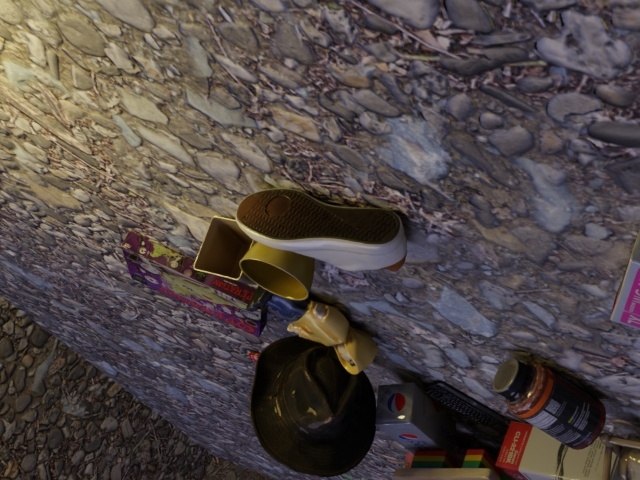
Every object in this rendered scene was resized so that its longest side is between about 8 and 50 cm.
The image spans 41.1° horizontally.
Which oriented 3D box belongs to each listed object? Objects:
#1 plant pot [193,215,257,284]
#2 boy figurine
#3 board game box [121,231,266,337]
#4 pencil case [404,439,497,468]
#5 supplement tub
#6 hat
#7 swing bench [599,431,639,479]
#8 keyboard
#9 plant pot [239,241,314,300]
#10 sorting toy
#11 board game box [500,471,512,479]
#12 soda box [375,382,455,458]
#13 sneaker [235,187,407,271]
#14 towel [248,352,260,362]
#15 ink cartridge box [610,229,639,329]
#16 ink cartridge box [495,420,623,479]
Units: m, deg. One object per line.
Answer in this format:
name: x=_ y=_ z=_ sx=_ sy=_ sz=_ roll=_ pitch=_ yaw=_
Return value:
plant pot: x=-0.153 y=0.028 z=1.602 sx=0.109 sy=0.109 sz=0.096 roll=12 pitch=166 yaw=30
boy figurine: x=-0.013 y=0.177 z=1.777 sx=0.285 sy=0.092 sz=0.177 roll=36 pitch=153 yaw=-13
board game box: x=-0.285 y=0.105 z=1.966 sx=0.346 sy=0.056 sz=0.208 roll=24 pitch=161 yaw=6
pencil case: x=0.403 y=0.608 z=2.164 sx=0.386 sy=0.167 sz=0.160 roll=24 pitch=126 yaw=4
supplement tub: x=0.412 y=0.291 z=1.551 sx=0.198 sy=0.106 sz=0.106 roll=33 pitch=156 yaw=-12
hat: x=0.011 y=0.327 z=1.822 sx=0.331 sy=0.331 sz=0.134 roll=30 pitch=138 yaw=-8
swing bench: x=0.661 y=0.449 z=1.533 sx=0.253 sy=0.165 sz=0.254 roll=4 pitch=172 yaw=41
keyboard: x=0.315 y=0.371 z=1.925 sx=0.180 sy=0.023 sz=0.108 roll=31 pitch=157 yaw=-9
plant pot: x=-0.062 y=0.031 z=1.510 sx=0.134 sy=0.095 sz=0.134 roll=23 pitch=157 yaw=10
sorting toy: x=0.345 y=0.578 z=1.965 sx=0.257 sy=0.089 sz=0.255 roll=-13 pitch=127 yaw=40
board game box: x=0.544 y=0.590 z=2.002 sx=0.259 sy=0.136 sz=0.030 roll=9 pitch=155 yaw=37
soda box: x=0.225 y=0.424 z=1.981 sx=0.091 sy=0.098 sz=0.286 roll=-9 pitch=147 yaw=27
sneaker: x=0.000 y=0.000 z=1.366 sx=0.290 sy=0.106 sz=0.123 roll=13 pitch=151 yaw=25
towel: x=-0.046 y=0.379 z=2.309 sx=0.274 sy=0.031 sz=0.199 roll=8 pitch=150 yaw=36
ink cartridge box: x=0.535 y=0.092 z=1.067 sx=0.311 sy=0.065 sz=0.186 roll=16 pitch=155 yaw=18
ink cartridge box: x=0.548 y=0.495 z=1.822 sx=0.273 sy=0.114 sz=0.197 roll=-2 pitch=143 yaw=48
